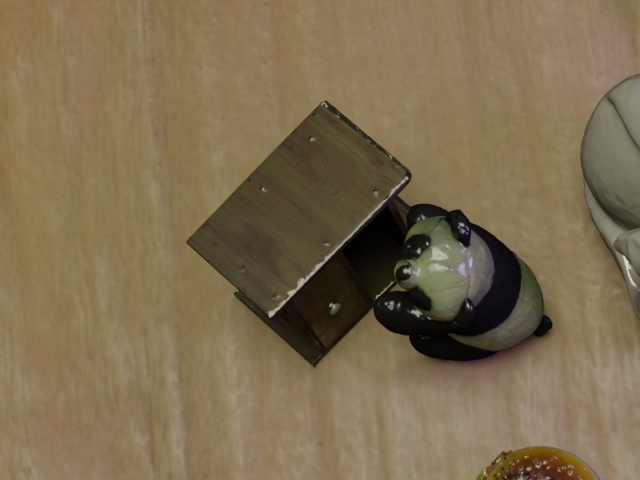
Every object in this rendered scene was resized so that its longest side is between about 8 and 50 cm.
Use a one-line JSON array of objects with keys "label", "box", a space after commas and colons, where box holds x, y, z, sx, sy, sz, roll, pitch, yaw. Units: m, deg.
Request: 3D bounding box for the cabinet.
[{"label": "cabinet", "box": [0.000, 0.000, 1.758, 0.215, 0.175, 0.148, -45, 63, -6]}]

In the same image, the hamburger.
[{"label": "hamburger", "box": [0.221, 0.272, 1.632, 0.141, 0.081, 0.126, 12, 72, 19]}]

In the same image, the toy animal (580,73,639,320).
[{"label": "toy animal", "box": [0.365, -0.062, 1.656, 0.206, 0.272, 0.265, -9, 47, -14]}]

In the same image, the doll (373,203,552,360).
[{"label": "doll", "box": [0.146, 0.044, 1.676, 0.135, 0.234, 0.143, 7, 73, 34]}]
